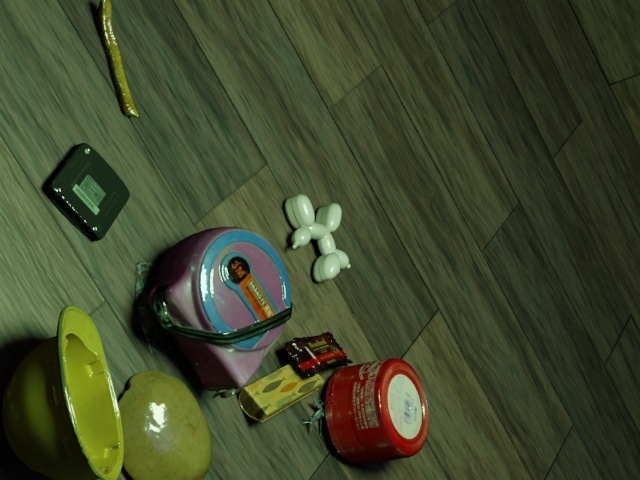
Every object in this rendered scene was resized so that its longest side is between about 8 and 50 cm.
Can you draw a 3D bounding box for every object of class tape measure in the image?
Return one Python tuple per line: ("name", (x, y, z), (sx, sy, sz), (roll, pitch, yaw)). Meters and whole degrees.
("tape measure", (-0.168, 0.102, 1.905), (0.245, 0.149, 0.231), (-48, 112, -38))

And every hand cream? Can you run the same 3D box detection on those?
("hand cream", (0.108, 0.320, 2.156), (0.193, 0.125, 0.193), (26, 57, -49))

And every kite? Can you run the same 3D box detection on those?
("kite", (-0.200, 0.105, 1.978), (0.285, 0.015, 0.152), (-2, 78, -49))

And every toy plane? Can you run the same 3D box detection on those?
("toy plane", (-0.002, 0.318, 2.122), (0.084, 0.024, 0.078), (-34, 121, -49))

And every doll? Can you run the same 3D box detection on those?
("doll", (0.000, 0.000, 2.215), (0.161, 0.059, 0.160), (15, 65, -46))

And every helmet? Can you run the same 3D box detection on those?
("helmet", (-0.379, 0.235, 1.629), (0.205, 0.140, 0.257), (55, 18, -72))

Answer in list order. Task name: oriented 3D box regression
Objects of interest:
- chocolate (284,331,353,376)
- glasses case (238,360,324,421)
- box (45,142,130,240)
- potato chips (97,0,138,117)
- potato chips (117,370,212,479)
("chocolate", (-0.003, 0.210, 2.128), (0.086, 0.028, 0.182), (50, 20, 14))
("glasses case", (-0.070, 0.266, 2.044), (0.064, 0.041, 0.170), (47, 36, 16))
("box", (-0.369, -0.080, 1.845), (0.126, 0.027, 0.125), (50, 44, -26))
("potato chips", (-0.346, -0.306, 1.952), (0.026, 0.037, 0.204), (-14, 93, -40))
("potato chips", (-0.238, 0.306, 1.829), (0.195, 0.062, 0.208), (-3, 81, -47))
